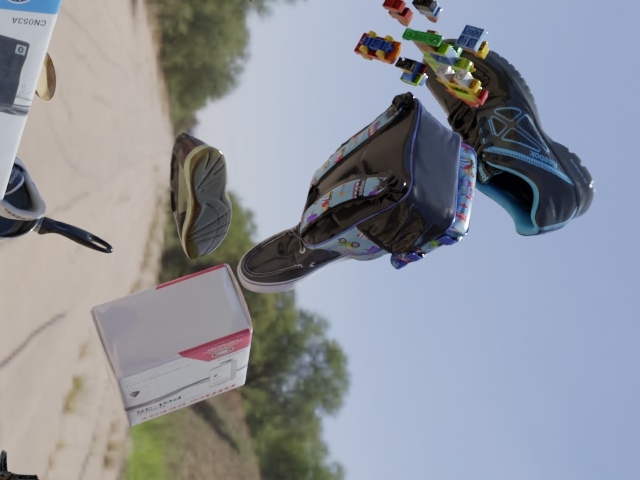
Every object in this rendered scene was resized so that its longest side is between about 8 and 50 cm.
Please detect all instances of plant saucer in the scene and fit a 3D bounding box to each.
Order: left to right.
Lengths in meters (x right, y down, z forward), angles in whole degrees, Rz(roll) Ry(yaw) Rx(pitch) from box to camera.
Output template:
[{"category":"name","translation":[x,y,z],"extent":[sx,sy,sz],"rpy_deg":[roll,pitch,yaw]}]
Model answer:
[{"category":"plant saucer","translation":[-0.434,-0.256,1.751],"extent":[0.083,0.015,0.084],"rpy_deg":[-4,90,-78]}]

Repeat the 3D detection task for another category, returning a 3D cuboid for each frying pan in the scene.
[{"category":"frying pan","translation":[-0.547,-0.067,2.066],"extent":[0.053,0.326,0.197],"rpy_deg":[-44,-130,35]}]

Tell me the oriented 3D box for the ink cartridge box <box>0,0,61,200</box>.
[{"category":"ink cartridge box","translation":[-0.411,-0.196,1.156],"extent":[0.129,0.223,0.308],"rpy_deg":[48,-55,36]}]

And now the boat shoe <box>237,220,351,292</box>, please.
[{"category":"boat shoe","translation":[0.000,0.000,1.449],"extent":[0.076,0.228,0.080],"rpy_deg":[80,-5,-61]}]

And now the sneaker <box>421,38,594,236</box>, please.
[{"category":"sneaker","translation":[0.258,-0.157,1.667],"extent":[0.341,0.139,0.125],"rpy_deg":[50,-39,11]}]

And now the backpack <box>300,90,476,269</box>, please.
[{"category":"backpack","translation":[0.064,-0.045,1.199],"extent":[0.173,0.117,0.158],"rpy_deg":[-30,-143,38]}]

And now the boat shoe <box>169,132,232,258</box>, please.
[{"category":"boat shoe","translation":[-0.177,-0.065,1.618],"extent":[0.073,0.080,0.224],"rpy_deg":[48,-28,29]}]

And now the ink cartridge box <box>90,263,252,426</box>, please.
[{"category":"ink cartridge box","translation":[-0.216,0.162,1.684],"extent":[0.283,0.207,0.117],"rpy_deg":[103,-35,-67]}]

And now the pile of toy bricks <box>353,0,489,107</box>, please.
[{"category":"pile of toy bricks","translation":[0.161,-0.255,1.561],"extent":[0.105,0.212,0.118],"rpy_deg":[38,80,-51]}]

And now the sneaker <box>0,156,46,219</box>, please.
[{"category":"sneaker","translation":[-0.435,-0.117,1.443],"extent":[0.094,0.090,0.235],"rpy_deg":[22,-24,43]}]

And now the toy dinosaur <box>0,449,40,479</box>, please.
[{"category":"toy dinosaur","translation":[-0.440,0.361,1.324],"extent":[0.322,0.164,0.218],"rpy_deg":[33,-80,32]}]
